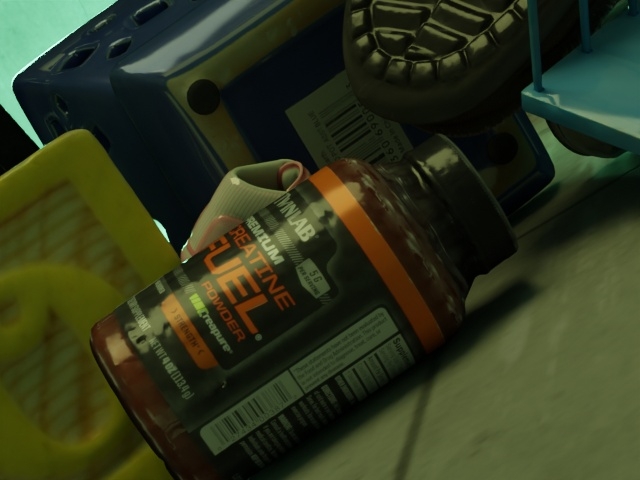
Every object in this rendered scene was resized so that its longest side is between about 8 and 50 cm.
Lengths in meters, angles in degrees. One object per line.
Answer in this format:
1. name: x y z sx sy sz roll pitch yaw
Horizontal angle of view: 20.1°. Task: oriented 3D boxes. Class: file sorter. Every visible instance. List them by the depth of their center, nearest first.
1. file sorter: 0.190 -0.126 0.856 0.118 0.104 0.170 25 51 37

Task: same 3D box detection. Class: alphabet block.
1. alphabet block: -0.177 0.079 0.983 0.193 0.192 0.197 -40 10 -26

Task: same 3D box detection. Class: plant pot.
1. plant pot: -0.014 -0.065 1.089 0.236 0.236 0.212 -36 15 -17

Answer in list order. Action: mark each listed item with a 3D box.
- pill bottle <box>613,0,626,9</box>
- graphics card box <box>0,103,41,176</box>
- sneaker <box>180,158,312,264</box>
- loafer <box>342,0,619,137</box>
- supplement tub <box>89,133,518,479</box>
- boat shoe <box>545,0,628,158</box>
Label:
1. pill bottle: 0.216 -0.191 1.215 0.136 0.136 0.245 -31 8 23
2. graphics card box: -0.319 0.045 1.415 0.371 0.233 0.094 -40 0 41
3. sneaker: 0.000 0.000 0.943 0.070 0.134 0.051 -67 23 17
4. loafer: 0.150 -0.182 0.990 0.134 0.130 0.366 22 64 36
5. supplement tub: -0.005 0.031 0.869 0.198 0.106 0.106 -35 7 -3
6. boat shoe: 0.238 -0.144 1.003 0.267 0.096 0.088 -36 12 -9
